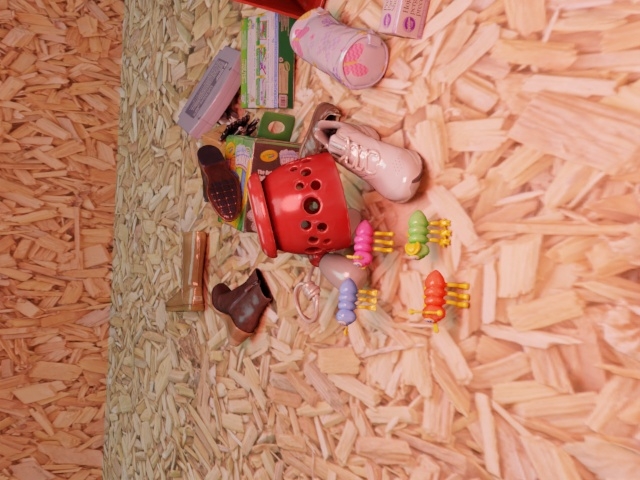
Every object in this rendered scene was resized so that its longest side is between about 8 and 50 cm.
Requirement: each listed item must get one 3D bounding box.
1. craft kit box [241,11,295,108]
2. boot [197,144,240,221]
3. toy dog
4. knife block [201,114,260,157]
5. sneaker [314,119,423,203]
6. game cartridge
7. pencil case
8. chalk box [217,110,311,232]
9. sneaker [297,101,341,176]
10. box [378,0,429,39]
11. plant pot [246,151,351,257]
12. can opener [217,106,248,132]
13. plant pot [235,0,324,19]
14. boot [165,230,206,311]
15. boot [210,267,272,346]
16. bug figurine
[{"bbox_3d":[-0.146,-0.479,1.737,0.247,0.061,0.249,20,111,56],"label":"craft kit box"},{"bbox_3d":[-0.238,-0.115,1.542,0.106,0.082,0.219,100,153,-58],"label":"boot"},{"bbox_3d":[0.000,0.000,1.420,0.333,0.161,0.220,58,135,23],"label":"toy dog"},{"bbox_3d":[-0.219,-0.224,1.817,0.242,0.088,0.275,28,138,34],"label":"knife block"},{"bbox_3d":[0.086,-0.157,1.257,0.297,0.129,0.111,41,115,52],"label":"sneaker"},{"bbox_3d":[-0.328,-0.453,1.979,0.294,0.060,0.196,-56,32,5],"label":"game cartridge"},{"bbox_3d":[0.037,-0.414,1.383,0.124,0.114,0.273,-56,38,12],"label":"pencil case"},{"bbox_3d":[-0.127,-0.168,1.583,0.179,0.180,0.288,21,104,59],"label":"chalk box"},{"bbox_3d":[-0.001,-0.220,1.477,0.071,0.066,0.188,39,121,53],"label":"sneaker"},{"bbox_3d":[0.181,-0.542,1.191,0.067,0.063,0.323,37,119,57],"label":"box"},{"bbox_3d":[-0.043,-0.059,1.237,0.191,0.174,0.191,166,90,-84],"label":"plant pot"},{"bbox_3d":[-0.296,-0.364,1.992,0.280,0.074,0.093,49,129,51],"label":"can opener"},{"bbox_3d":[-0.115,-0.712,1.552,0.235,0.268,0.267,-110,35,-57],"label":"plant pot"},{"bbox_3d":[-0.462,0.112,2.239,0.236,0.089,0.269,-8,80,49],"label":"boot"},{"bbox_3d":[-0.221,0.155,1.840,0.206,0.090,0.248,-56,39,24],"label":"boot"},{"bbox_3d":[0.125,0.059,1.156,0.279,0.072,0.216,-9,72,41],"label":"bug figurine"}]
